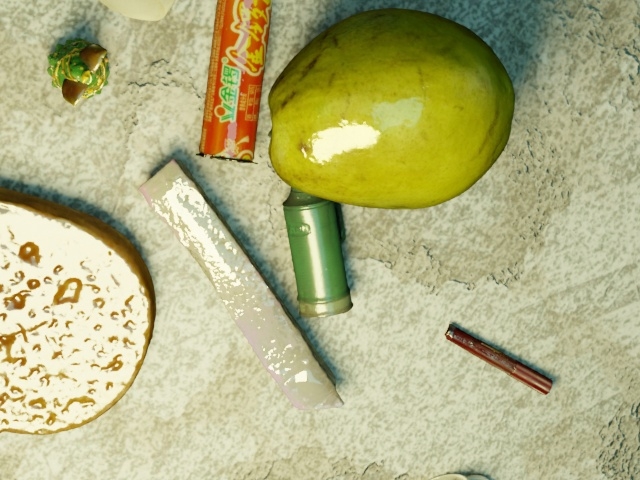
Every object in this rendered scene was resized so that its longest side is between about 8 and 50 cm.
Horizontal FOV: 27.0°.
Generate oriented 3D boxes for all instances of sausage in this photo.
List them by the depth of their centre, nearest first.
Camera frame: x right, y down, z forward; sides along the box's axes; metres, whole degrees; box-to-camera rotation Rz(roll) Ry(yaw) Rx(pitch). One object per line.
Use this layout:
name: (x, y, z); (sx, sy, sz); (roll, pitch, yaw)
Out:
sausage: (-0.105, -0.229, 1.666); (0.083, 0.083, 0.264); (5, 100, -14)

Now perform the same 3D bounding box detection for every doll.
doll: (-0.298, -0.210, 1.608); (0.077, 0.113, 0.078); (31, 93, -3)

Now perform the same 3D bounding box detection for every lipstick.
lipstick: (0.247, 0.166, 1.854); (0.176, 0.027, 0.027); (29, 94, -16)

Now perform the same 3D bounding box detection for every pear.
pear: (0.082, -0.156, 1.638); (0.307, 0.253, 0.253); (-9, 104, -5)

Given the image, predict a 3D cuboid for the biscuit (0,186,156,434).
biscuit: (-0.414, 0.104, 1.668); (0.394, 0.070, 0.350); (22, 98, -16)

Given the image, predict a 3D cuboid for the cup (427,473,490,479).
cup: (0.200, 0.396, 1.854); (0.136, 0.099, 0.133); (-26, 105, -6)

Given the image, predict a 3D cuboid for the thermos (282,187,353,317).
thermos: (-0.002, 0.001, 1.737); (0.083, 0.073, 0.187); (-12, 104, -9)

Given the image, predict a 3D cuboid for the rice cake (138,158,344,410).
rice cake: (-0.100, 0.066, 1.735); (0.070, 0.064, 0.399); (-32, 107, 5)

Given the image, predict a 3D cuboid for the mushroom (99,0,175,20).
mushroom: (-0.187, -0.375, 1.613); (0.116, 0.093, 0.225); (36, 83, -32)
